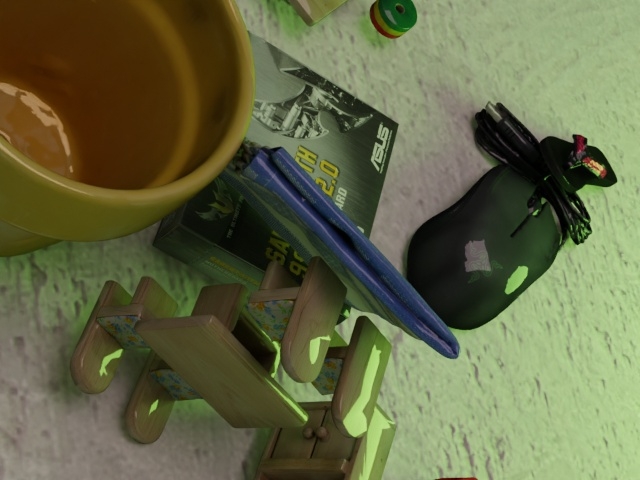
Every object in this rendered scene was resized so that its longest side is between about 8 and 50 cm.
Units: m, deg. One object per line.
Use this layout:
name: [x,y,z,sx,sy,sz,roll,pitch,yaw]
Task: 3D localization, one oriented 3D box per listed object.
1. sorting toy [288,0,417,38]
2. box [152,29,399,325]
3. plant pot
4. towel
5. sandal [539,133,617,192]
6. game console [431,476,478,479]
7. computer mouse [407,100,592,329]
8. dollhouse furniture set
sorting toy: [-0.025,-0.298,1.356,0.274,0.046,0.132,52,50,-5]
box: [-0.035,-0.055,1.234,0.183,0.056,0.231,31,55,-21]
plant pot: [-0.214,-0.102,1.010,0.254,0.239,0.254,15,62,-30]
towel: [0.000,0.000,1.041,0.034,0.285,0.209,-45,102,-4]
sandal: [0.290,-0.089,1.452,0.179,0.040,0.067,-5,66,-57]
game console: [0.226,0.410,1.217,0.386,0.060,0.342,18,65,-27]
computer mouse: [0.186,-0.019,1.363,0.188,0.072,0.272,50,50,-8]
dollhouse furniture set: [-0.056,0.151,1.033,0.242,0.212,0.161,51,46,-38]
